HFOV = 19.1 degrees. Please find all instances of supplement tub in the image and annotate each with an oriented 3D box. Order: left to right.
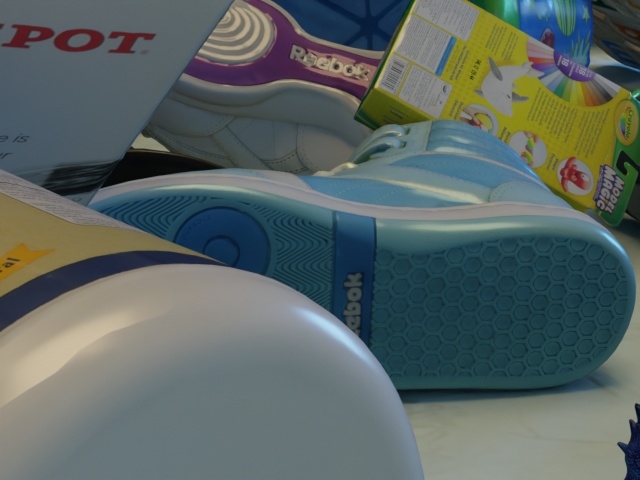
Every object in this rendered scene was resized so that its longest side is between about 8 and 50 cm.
[{"bbox_3d":[-0.142,0.084,0.676,0.228,0.228,0.316,-16,25,-39],"label":"supplement tub"}]

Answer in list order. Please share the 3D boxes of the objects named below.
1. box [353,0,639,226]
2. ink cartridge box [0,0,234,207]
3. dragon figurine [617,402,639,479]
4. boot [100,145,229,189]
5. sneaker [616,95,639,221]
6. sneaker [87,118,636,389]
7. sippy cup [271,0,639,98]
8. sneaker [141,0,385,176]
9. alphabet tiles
[{"bbox_3d":[0.121,-0.080,1.207,0.179,0.043,0.105,28,57,-4],"label":"box"},{"bbox_3d":[-0.246,-0.089,0.877,0.285,0.166,0.395,1,-27,-29],"label":"ink cartridge box"},{"bbox_3d":[0.228,0.013,0.939,0.085,0.289,0.144,24,-6,7],"label":"dragon figurine"},{"bbox_3d":[-0.145,-0.037,1.245,0.263,0.091,0.229,8,11,0],"label":"boot"},{"bbox_3d":[0.273,-0.024,1.176,0.131,0.112,0.319,-13,22,-41],"label":"sneaker"},{"bbox_3d":[0.000,0.000,1.086,0.319,0.127,0.208,7,20,-12],"label":"sneaker"},{"bbox_3d":[0.087,-0.159,1.420,0.240,0.305,0.224,-31,-13,34],"label":"sippy cup"},{"bbox_3d":[0.012,-0.068,1.279,0.305,0.152,0.114,25,56,2],"label":"sneaker"},{"bbox_3d":[0.219,-0.214,1.596,0.284,0.021,0.278,34,-4,-37],"label":"alphabet tiles"}]
